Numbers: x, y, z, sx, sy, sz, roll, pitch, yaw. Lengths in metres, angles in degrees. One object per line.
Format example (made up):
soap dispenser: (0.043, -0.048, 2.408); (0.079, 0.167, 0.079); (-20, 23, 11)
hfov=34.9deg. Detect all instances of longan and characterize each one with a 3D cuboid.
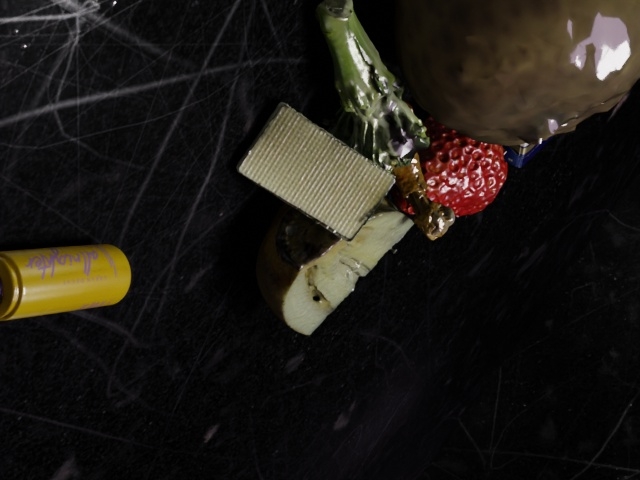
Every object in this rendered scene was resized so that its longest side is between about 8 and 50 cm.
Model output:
longan: (0.300, -0.317, 1.460); (0.391, 0.391, 0.391); (-41, 154, -25)

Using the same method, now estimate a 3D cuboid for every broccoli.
broccoli: (0.052, -0.226, 1.450); (0.145, 0.165, 0.304); (-22, 138, 0)

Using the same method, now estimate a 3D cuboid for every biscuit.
biscuit: (-0.006, -0.095, 1.445); (0.121, 0.199, 0.040); (-55, -167, 6)

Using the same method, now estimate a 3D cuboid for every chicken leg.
chicken leg: (0.133, -0.117, 1.627); (0.087, 0.251, 0.107); (-26, 177, -46)

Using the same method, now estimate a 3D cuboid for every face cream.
face cream: (-0.333, 0.048, 1.161); (0.273, 0.078, 0.078); (-5, 127, -60)

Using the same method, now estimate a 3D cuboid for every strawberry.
strawberry: (0.205, -0.121, 1.770); (0.244, 0.205, 0.205); (-30, 148, -46)

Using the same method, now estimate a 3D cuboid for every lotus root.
lotus root: (-0.012, 0.007, 1.618); (0.267, 0.149, 0.260); (-48, 160, 5)

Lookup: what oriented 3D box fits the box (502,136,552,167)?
box: (0.466, -0.292, 2.182); (0.168, 0.071, 0.259); (-42, 155, -23)
